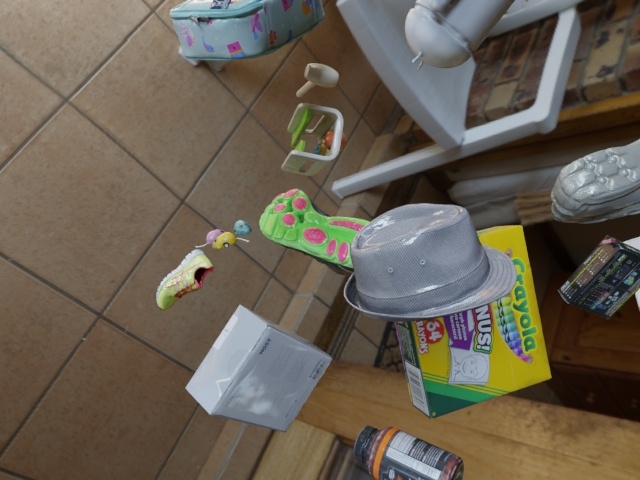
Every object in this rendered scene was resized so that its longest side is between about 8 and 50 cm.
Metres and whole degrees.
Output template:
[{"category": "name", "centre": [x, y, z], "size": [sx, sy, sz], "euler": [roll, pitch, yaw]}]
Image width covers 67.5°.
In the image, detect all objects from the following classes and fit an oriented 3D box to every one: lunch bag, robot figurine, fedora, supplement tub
[{"category": "lunch bag", "centre": [-0.146, -0.447, 0.940], "size": [0.279, 0.224, 0.107], "euler": [-46, 142, -37]}, {"category": "robot figurine", "centre": [0.356, -0.594, 1.223], "size": [0.200, 0.353, 0.300], "euler": [45, 19, 19]}, {"category": "fedora", "centre": [0.159, 0.018, 0.770], "size": [0.243, 0.276, 0.124], "euler": [-59, 134, -58]}, {"category": "supplement tub", "centre": [0.165, 0.429, 0.922], "size": [0.106, 0.198, 0.105], "euler": [-24, 120, -51]}]

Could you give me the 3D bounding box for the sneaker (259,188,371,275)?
[{"category": "sneaker", "centre": [0.000, 0.000, 1.380], "size": [0.185, 0.483, 0.202], "euler": [-49, 138, -13]}]

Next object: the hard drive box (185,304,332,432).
[{"category": "hard drive box", "centre": [-0.108, 0.253, 0.923], "size": [0.181, 0.089, 0.232], "euler": [-57, 139, -8]}]

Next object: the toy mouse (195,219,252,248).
[{"category": "toy mouse", "centre": [-0.228, -0.020, 1.182], "size": [0.143, 0.161, 0.031], "euler": [-63, 136, -63]}]

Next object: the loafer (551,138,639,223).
[{"category": "loafer", "centre": [0.514, -0.103, 0.746], "size": [0.111, 0.320, 0.111], "euler": [79, -2, -60]}]

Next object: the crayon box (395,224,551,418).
[{"category": "crayon box", "centre": [0.333, 0.173, 1.089], "size": [0.314, 0.106, 0.362], "euler": [-13, 93, -14]}]

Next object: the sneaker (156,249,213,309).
[{"category": "sneaker", "centre": [-0.402, 0.128, 1.427], "size": [0.208, 0.094, 0.081], "euler": [-52, 155, -8]}]

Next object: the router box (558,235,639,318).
[{"category": "router box", "centre": [0.461, 0.061, 0.767], "size": [0.092, 0.122, 0.038], "euler": [21, 28, -17]}]

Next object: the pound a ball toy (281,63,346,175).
[{"category": "pound a ball toy", "centre": [-0.006, -0.288, 1.219], "size": [0.136, 0.319, 0.208], "euler": [9, 88, -10]}]

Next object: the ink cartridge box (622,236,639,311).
[{"category": "ink cartridge box", "centre": [0.793, 0.110, 1.102], "size": [0.159, 0.092, 0.217], "euler": [27, 52, -32]}]
